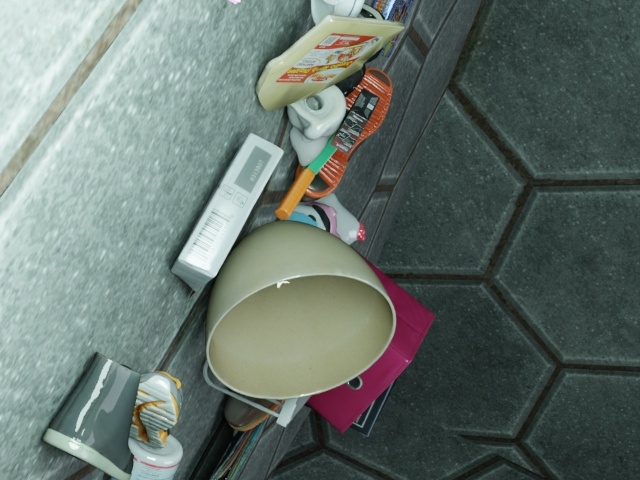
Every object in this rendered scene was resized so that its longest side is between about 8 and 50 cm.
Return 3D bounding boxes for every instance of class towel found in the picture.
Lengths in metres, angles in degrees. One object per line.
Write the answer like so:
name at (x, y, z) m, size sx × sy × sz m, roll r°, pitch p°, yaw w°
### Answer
towel at (-0.205, 0.490, 2.345) m, size 0.271 × 0.040 × 0.370 m, roll -59°, pitch 180°, yaw -33°

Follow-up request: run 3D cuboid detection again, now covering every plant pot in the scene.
plant pot at (-0.046, 0.081, 1.625) m, size 0.191 × 0.284 × 0.284 m, roll -107°, pitch -154°, yaw -43°

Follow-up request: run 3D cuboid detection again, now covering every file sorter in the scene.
file sorter at (-0.074, 0.182, 1.928) m, size 0.278 × 0.173 × 0.192 m, roll -23°, pitch 137°, yaw -79°

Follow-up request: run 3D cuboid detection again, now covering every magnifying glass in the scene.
magnifying glass at (-0.008, -0.123, 1.701) m, size 0.092 × 0.026 × 0.231 m, roll -25°, pitch -153°, yaw 53°

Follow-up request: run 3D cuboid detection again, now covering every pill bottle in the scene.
pill bottle at (-0.264, 0.357, 1.544) m, size 0.160 × 0.087 × 0.087 m, roll -67°, pitch 172°, yaw 17°

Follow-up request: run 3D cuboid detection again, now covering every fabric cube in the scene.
fabric cube at (0.056, 0.209, 2.339) m, size 0.254 × 0.258 × 0.259 m, roll -49°, pitch 179°, yaw 25°

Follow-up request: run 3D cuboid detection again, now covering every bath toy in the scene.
bath toy at (0.000, 0.000, 2.013) m, size 0.151 × 0.129 × 0.348 m, roll -67°, pitch 172°, yaw 15°

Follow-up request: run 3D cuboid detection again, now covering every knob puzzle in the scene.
knob puzzle at (-0.009, -0.230, 1.365) m, size 0.213 × 0.030 × 0.213 m, roll -27°, pitch 169°, yaw -6°

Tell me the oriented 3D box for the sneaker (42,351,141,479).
sneaker at (-0.242, 0.210, 1.250) m, size 0.118 × 0.083 × 0.222 m, roll -63°, pitch 171°, yaw -16°

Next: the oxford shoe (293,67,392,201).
oxford shoe at (0.029, -0.184, 1.842) m, size 0.271 × 0.097 × 0.098 m, roll -55°, pitch -173°, yaw -18°

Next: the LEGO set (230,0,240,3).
LEGO set at (-0.080, -0.250, 0.797) m, size 0.287 × 0.107 × 0.132 m, roll -50°, pitch 164°, yaw -60°

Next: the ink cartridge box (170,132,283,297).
ink cartridge box at (-0.136, -0.026, 1.407) m, size 0.189 × 0.066 × 0.232 m, roll -63°, pitch -167°, yaw -16°

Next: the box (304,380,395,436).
box at (0.057, 0.266, 2.598) m, size 0.296 × 0.294 × 0.183 m, roll -66°, pitch 172°, yaw 15°

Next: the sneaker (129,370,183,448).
sneaker at (-0.221, 0.209, 1.426) m, size 0.083 × 0.084 × 0.215 m, roll -64°, pitch -178°, yaw -27°

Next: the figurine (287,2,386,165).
figurine at (0.016, -0.224, 1.607) m, size 0.214 × 0.092 × 0.209 m, roll -62°, pitch 176°, yaw -13°

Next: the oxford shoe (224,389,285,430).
oxford shoe at (-0.112, 0.226, 2.153) m, size 0.133 × 0.130 × 0.363 m, roll 17°, pitch 108°, yaw -49°

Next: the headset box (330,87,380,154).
headset box at (0.049, -0.171, 1.554) m, size 0.083 × 0.032 × 0.062 m, roll -56°, pitch -174°, yaw 46°

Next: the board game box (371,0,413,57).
board game box at (0.121, -0.398, 1.899) m, size 0.136 × 0.035 × 0.201 m, roll -66°, pitch 172°, yaw 11°

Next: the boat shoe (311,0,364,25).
boat shoe at (0.012, -0.337, 1.302) m, size 0.076 × 0.083 × 0.226 m, roll -27°, pitch 152°, yaw -29°
